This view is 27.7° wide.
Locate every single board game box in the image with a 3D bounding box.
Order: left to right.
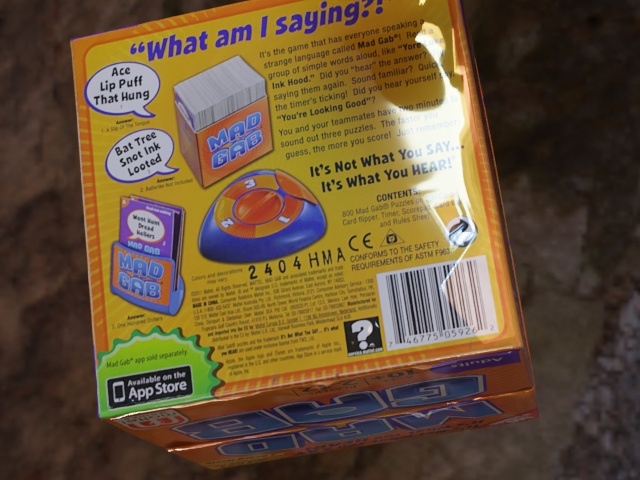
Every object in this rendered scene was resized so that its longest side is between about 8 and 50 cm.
[{"bbox_3d":[0.000,0.000,1.255,0.356,0.356,0.356,54,-153,-70],"label":"board game box"}]
